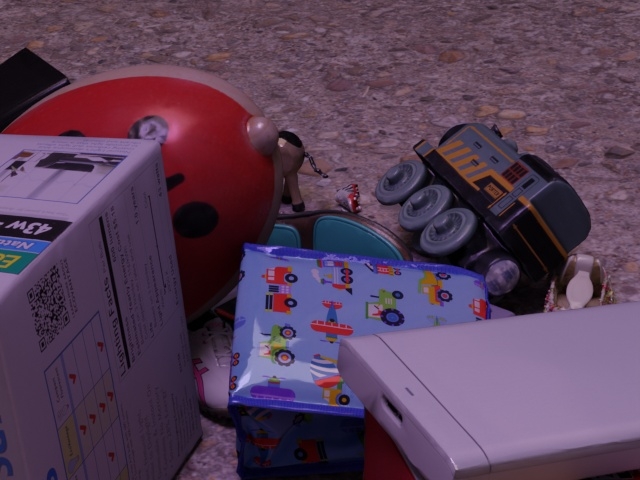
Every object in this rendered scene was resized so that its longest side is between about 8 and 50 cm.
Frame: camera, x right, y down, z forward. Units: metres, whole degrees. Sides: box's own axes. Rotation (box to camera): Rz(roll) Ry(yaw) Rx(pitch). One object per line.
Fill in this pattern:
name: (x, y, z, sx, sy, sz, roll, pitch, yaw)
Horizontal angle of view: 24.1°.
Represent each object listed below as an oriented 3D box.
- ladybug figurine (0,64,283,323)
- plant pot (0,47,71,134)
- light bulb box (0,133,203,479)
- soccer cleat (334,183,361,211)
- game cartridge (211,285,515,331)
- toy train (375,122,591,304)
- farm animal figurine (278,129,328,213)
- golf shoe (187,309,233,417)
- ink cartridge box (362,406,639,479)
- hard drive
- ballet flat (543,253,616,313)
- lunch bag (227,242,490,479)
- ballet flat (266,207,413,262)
ladybug figurine: (-0.244, -0.025, 1.673, 0.449, 0.305, 0.162, -30, 2, 22)
plant pot: (-0.453, -0.154, 2.255, 0.167, 0.187, 0.188, -28, 33, -18)
light bulb box: (-0.295, 0.126, 1.441, 0.225, 0.358, 0.361, 3, 26, 18)
soccer cleat: (0.038, -0.059, 2.137, 0.035, 0.029, 0.083, -12, 22, 6)
game cartridge: (0.027, 0.094, 1.795, 0.230, 0.068, 0.355, -22, 31, -40)
toy train: (0.200, -0.044, 1.895, 0.190, 0.142, 0.334, -38, 28, 1)
farm animal figurine: (-0.211, -0.103, 2.101, 0.330, 0.172, 0.326, -27, 34, -38)
golf shoe: (-0.122, 0.134, 1.703, 0.067, 0.086, 0.186, -12, 28, -19)
ink cartridge box: (0.143, 0.256, 1.335, 0.272, 0.130, 0.309, -5, 26, -15)
hard drive: (0.223, 0.138, 1.387, 0.353, 0.047, 0.233, -5, 26, -24)
ballet flat: (0.311, 0.063, 1.785, 0.091, 0.077, 0.241, 8, 28, 6)
lunch bag: (0.059, 0.123, 1.576, 0.293, 0.138, 0.221, -1, 47, 4)
ballet flat: (0.000, 0.000, 1.830, 0.280, 0.095, 0.096, 10, 17, 27)
